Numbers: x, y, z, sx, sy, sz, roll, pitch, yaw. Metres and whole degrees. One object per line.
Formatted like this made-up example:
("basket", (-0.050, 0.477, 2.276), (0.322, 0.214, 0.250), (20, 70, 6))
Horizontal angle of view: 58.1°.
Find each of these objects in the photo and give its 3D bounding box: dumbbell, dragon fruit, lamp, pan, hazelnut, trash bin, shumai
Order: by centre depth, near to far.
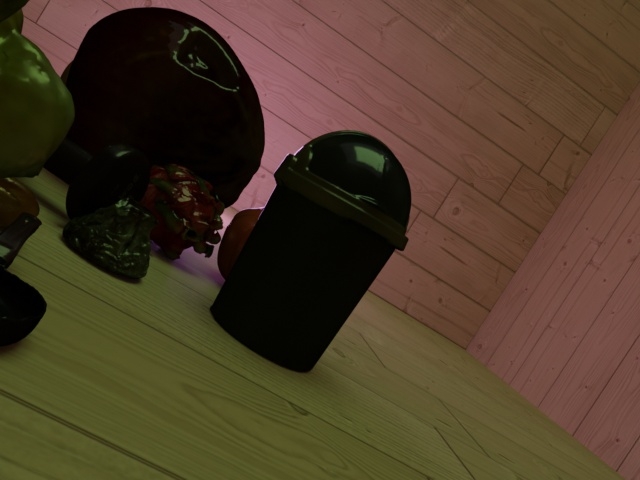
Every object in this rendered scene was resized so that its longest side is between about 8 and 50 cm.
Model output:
("pan", (-0.262, 0.021, 0.446), (0.115, 0.040, 0.212), (31, 9, -18))
("shumai", (-0.259, -0.015, 0.733), (0.124, 0.087, 0.099), (31, 3, 14))
("trash bin", (0.000, 0.000, 0.821), (0.214, 0.333, 0.214), (33, 1, 0))
("dumbbell", (-0.370, -0.118, 0.829), (0.226, 0.140, 0.124), (33, -14, 12))
("dragon fruit", (-0.245, -0.042, 0.993), (0.172, 0.160, 0.166), (-121, -167, -52))
("lamp", (-0.097, 0.033, 1.057), (0.188, 0.163, 0.187), (17, 23, -7))
("hazelnut", (-0.316, -0.237, 1.160), (0.402, 0.402, 0.429), (33, -36, 11))

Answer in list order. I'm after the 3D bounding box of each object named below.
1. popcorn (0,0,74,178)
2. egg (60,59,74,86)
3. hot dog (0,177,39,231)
("popcorn", (-0.322, -0.148, 0.310), (0.336, 0.279, 0.274), (32, -39, 33))
("egg", (-0.562, -0.367, 1.610), (0.374, 0.301, 0.301), (39, 5, 28))
("hot dog", (-0.388, -0.076, 0.534), (0.250, 0.068, 0.100), (33, -12, -33))
